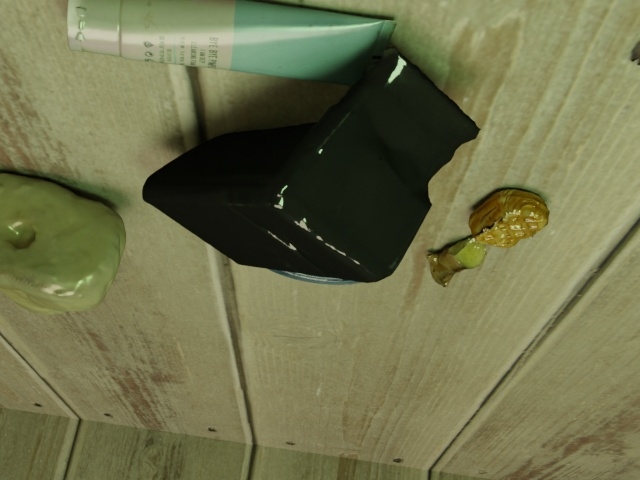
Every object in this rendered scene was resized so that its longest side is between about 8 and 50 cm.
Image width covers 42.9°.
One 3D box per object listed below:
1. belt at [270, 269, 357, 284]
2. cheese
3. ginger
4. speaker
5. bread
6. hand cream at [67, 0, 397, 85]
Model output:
[{"bbox_3d":[0.000,0.000,1.158,0.190,0.082,0.141,10,151,-2],"label":"belt"},{"bbox_3d":[-0.394,0.023,1.221,0.248,0.173,0.251,10,154,17],"label":"cheese"},{"bbox_3d":[0.198,0.031,1.207,0.057,0.044,0.137,0,160,-24],"label":"ginger"},{"bbox_3d":[-0.028,-0.076,0.933,0.180,0.184,0.388,37,162,-30],"label":"speaker"},{"bbox_3d":[0.248,-0.027,1.070,0.083,0.044,0.111,18,150,-20],"label":"bread"},{"bbox_3d":[-0.087,-0.208,0.812,0.312,0.070,0.111,5,153,-10],"label":"hand cream"}]
